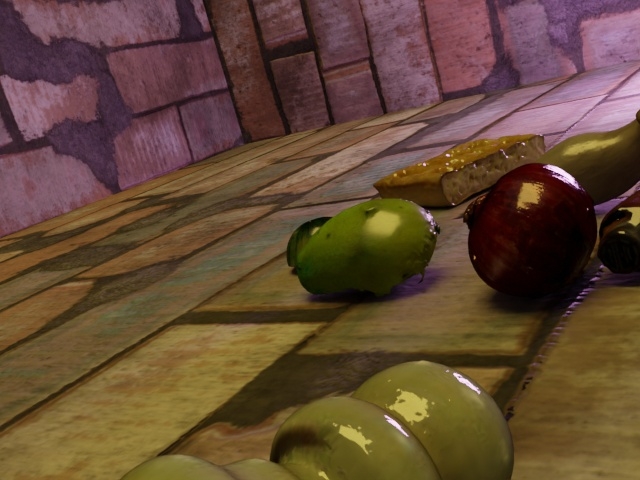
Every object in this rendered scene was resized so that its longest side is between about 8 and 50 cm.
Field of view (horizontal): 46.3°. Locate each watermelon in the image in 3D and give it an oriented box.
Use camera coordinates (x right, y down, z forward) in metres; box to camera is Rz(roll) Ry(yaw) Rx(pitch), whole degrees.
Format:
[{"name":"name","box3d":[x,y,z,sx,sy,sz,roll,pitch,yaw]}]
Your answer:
[{"name":"watermelon","box3d":[0.000,0.000,1.027,0.105,0.062,0.105,-15,8,2]}]

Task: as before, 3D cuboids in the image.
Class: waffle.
[{"name":"waffle","box3d":[0.235,-0.117,1.257,0.274,0.057,0.168,-25,15,-35]}]

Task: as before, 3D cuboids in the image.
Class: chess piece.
[{"name":"chess piece","box3d":[0.002,0.136,0.365,0.243,0.133,0.133,-18,11,-40]}]

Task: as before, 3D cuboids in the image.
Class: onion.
[{"name":"onion","box3d":[0.195,-0.008,0.703,0.131,0.131,0.131,-15,13,3]}]

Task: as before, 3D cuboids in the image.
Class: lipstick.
[{"name":"lipstick","box3d":[0.406,-0.064,0.798,0.077,0.077,0.418,-1,21,47]}]

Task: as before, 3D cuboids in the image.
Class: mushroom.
[{"name":"mushroom","box3d":[0.342,-0.098,0.914,0.212,0.097,0.088,-31,35,41]}]

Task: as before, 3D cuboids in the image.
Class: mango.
[{"name":"mango","box3d":[0.049,0.009,0.858,0.178,0.100,0.119,-17,13,28]}]
